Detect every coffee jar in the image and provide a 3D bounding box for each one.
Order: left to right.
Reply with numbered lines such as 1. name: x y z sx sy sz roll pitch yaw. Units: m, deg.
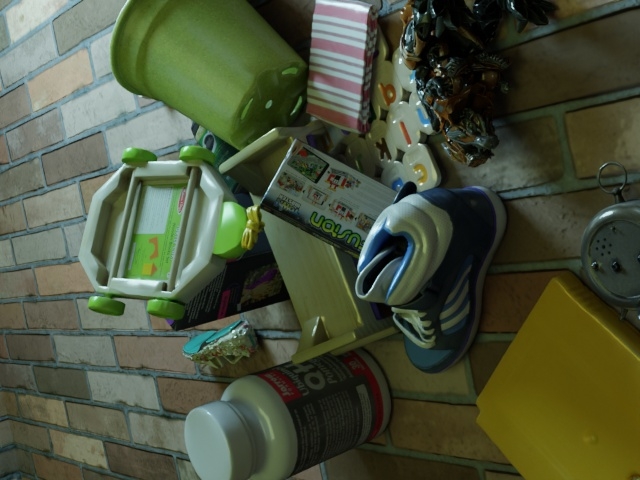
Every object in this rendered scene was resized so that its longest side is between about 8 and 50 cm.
1. coffee jar: -0.167 -0.170 1.618 0.184 0.079 0.096 58 140 20

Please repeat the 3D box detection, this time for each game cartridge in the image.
1. game cartridge: 0.363 0.246 1.132 0.323 0.053 0.285 50 134 33

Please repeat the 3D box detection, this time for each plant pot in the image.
1. plant pot: -0.162 -0.291 1.463 0.254 0.276 0.276 41 130 21

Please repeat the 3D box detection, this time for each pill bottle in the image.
1. pill bottle: -0.053 0.288 1.425 0.176 0.319 0.176 17 113 46

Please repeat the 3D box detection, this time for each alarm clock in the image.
1. alarm clock: 0.367 -0.001 1.041 0.129 0.064 0.191 -23 79 51

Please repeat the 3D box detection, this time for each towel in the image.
1. towel: 0.033 -0.275 1.364 0.144 0.029 0.196 28 120 48

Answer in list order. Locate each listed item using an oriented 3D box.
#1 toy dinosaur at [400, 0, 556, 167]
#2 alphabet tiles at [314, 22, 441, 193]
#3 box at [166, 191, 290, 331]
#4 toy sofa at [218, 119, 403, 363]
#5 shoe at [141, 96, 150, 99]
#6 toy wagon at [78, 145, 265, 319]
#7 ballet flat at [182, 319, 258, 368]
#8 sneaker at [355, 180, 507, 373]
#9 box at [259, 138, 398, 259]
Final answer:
1. toy dinosaur: 0.161 -0.262 1.151 0.322 0.164 0.218 53 153 8
2. alphabet tiles: 0.087 -0.179 1.356 0.284 0.021 0.277 -36 71 49
3. box: -0.165 0.026 1.520 0.165 0.270 0.143 46 131 32
4. toy sofa: 0.000 0.000 1.405 0.150 0.177 0.362 -28 79 40
5. shoe: -0.353 -0.396 1.794 0.077 0.058 0.218 9 108 49
6. toy wagon: -0.224 -0.012 1.349 0.345 0.068 0.267 1 74 29
7. ballet flat: -0.204 0.222 1.783 0.077 0.091 0.241 55 145 -8
8. sneaker: 0.119 0.073 1.219 0.130 0.236 0.322 40 129 36
9. box: 0.028 -0.051 1.286 0.207 0.114 0.036 28 169 1
